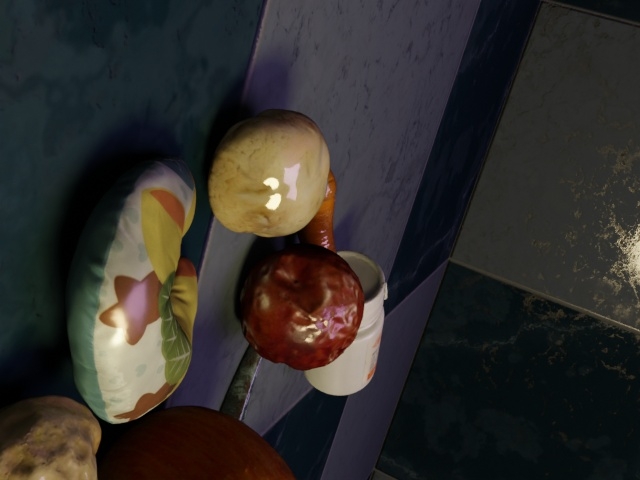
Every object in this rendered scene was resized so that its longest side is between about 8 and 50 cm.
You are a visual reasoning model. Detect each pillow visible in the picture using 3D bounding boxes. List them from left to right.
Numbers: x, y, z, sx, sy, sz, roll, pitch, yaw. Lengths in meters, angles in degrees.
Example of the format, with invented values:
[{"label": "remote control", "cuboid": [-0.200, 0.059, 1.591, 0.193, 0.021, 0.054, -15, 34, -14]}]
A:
[{"label": "pillow", "cuboid": [-0.152, 0.041, 0.597, 0.214, 0.086, 0.234, -77, 174, -52]}]

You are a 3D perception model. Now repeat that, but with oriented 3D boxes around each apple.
[{"label": "apple", "cuboid": [-0.130, 0.335, 0.697, 0.302, 0.301, 0.302, -56, 159, -35]}]

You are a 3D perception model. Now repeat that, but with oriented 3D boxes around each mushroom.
[{"label": "mushroom", "cuboid": [-0.052, -0.069, 0.714, 0.148, 0.112, 0.148, -52, 154, -38]}]

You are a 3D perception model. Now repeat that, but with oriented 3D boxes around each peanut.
[{"label": "peanut", "cuboid": [-0.254, 0.252, 0.491, 0.136, 0.120, 0.299, 50, 57, -44]}]

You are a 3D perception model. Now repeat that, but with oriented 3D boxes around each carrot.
[{"label": "carrot", "cuboid": [0.000, 0.000, 0.983, 0.062, 0.066, 0.271, -108, -170, -54]}]

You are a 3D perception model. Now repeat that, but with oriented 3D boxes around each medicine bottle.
[{"label": "medicine bottle", "cuboid": [0.037, 0.145, 1.184, 0.144, 0.144, 0.252, -55, 158, -36]}]

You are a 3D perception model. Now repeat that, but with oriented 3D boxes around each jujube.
[{"label": "jujube", "cuboid": [-0.023, 0.099, 0.935, 0.168, 0.168, 0.236, -62, 167, -18]}]

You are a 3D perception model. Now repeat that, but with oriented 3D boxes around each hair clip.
[{"label": "hair clip", "cuboid": [-0.101, 0.196, 1.008, 0.230, 0.039, 0.070, -67, 161, -7]}]
